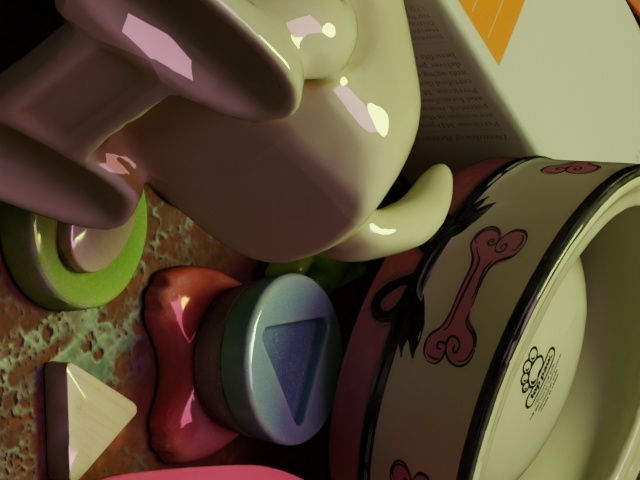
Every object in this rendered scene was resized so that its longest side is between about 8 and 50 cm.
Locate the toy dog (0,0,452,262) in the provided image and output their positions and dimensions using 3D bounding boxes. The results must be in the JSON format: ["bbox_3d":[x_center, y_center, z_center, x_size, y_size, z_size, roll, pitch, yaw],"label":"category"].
[{"bbox_3d":[-0.037,-0.217,1.253,0.395,0.284,0.407,23,56,-19],"label":"toy dog"}]

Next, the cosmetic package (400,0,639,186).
[{"bbox_3d":[0.150,-0.175,1.675,0.453,0.162,0.230,51,51,-44],"label":"cosmetic package"}]

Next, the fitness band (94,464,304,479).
[{"bbox_3d":[-0.088,0.262,1.313,0.291,0.054,0.209,-1,71,-32],"label":"fitness band"}]

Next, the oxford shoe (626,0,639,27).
[{"bbox_3d":[0.297,-0.306,1.827,0.097,0.098,0.271,52,15,-56],"label":"oxford shoe"}]

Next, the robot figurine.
[{"bbox_3d":[0.000,0.000,1.539,0.101,0.067,0.115,54,47,-26],"label":"robot figurine"}]

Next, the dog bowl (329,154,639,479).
[{"bbox_3d":[0.157,0.113,1.547,0.408,0.150,0.408,-39,140,-43],"label":"dog bowl"}]

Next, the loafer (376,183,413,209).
[{"bbox_3d":[0.070,-0.012,1.600,0.170,0.062,0.061,-49,146,-83],"label":"loafer"}]

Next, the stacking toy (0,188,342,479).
[{"bbox_3d":[-0.082,0.026,1.364,0.279,0.130,0.308,-24,110,-54],"label":"stacking toy"}]
